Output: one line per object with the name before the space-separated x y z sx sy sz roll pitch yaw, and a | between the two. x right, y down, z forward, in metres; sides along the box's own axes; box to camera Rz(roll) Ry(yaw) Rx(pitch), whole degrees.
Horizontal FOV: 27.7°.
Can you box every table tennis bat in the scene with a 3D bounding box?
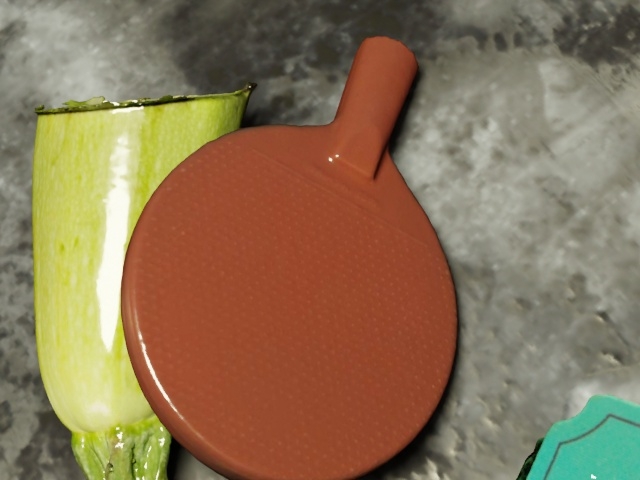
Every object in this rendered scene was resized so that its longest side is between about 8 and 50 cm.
table tennis bat | 0.000 0.000 0.754 0.200 0.038 0.310 29 54 -12

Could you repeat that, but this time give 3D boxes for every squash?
squash | -0.127 0.025 0.772 0.137 0.137 0.288 3 70 14

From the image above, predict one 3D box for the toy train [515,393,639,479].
toy train | 0.157 0.180 0.652 0.154 0.107 0.198 22 73 28
